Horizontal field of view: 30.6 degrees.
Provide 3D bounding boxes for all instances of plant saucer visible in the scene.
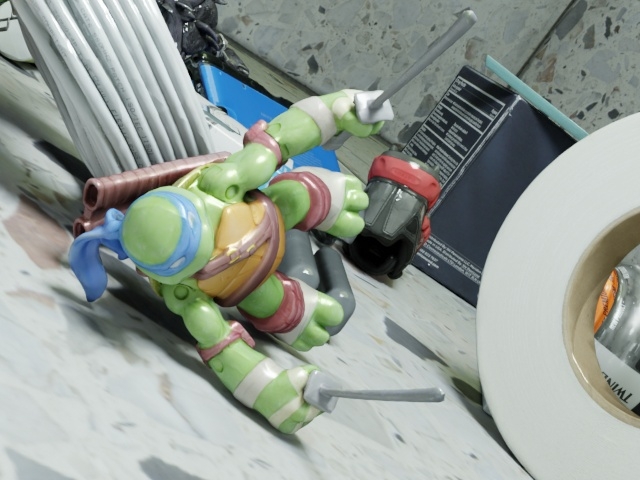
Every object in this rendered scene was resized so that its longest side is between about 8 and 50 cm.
[{"bbox_3d":[0.315,-0.202,1.691,0.192,0.018,0.067,42,12,13],"label":"plant saucer"}]

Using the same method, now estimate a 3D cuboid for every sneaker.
[{"bbox_3d":[0.081,-0.010,1.462,0.097,0.135,0.276,25,-16,7],"label":"sneaker"}]

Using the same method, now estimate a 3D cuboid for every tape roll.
[{"bbox_3d":[0.321,0.071,1.021,0.392,0.392,0.072,43,10,37],"label":"tape roll"}]

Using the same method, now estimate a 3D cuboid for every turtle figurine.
[{"bbox_3d":[0.004,0.013,0.750,0.266,0.274,0.198,10,62,-79],"label":"turtle figurine"}]

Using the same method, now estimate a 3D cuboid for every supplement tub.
[{"bbox_3d":[0.407,0.165,1.429,0.338,0.207,0.207,34,9,-14],"label":"supplement tub"}]

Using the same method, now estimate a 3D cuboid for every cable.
[{"bbox_3d":[-0.158,-0.129,0.861,0.257,0.089,0.257,68,-11,-20],"label":"cable"}]

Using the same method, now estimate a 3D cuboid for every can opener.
[{"bbox_3d":[0.000,0.000,1.096,0.076,0.095,0.283,34,9,-11],"label":"can opener"}]

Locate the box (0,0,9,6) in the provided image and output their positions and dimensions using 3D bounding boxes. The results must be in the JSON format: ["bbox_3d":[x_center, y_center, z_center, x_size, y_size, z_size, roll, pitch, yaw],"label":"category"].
[{"bbox_3d":[-0.296,-0.280,1.194,0.054,0.169,0.059,-56,130,-82],"label":"box"}]

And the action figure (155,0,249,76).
[{"bbox_3d":[-0.187,-0.270,1.561,0.141,0.164,0.276,19,-15,16],"label":"action figure"}]

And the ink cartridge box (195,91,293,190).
[{"bbox_3d":[-0.126,-0.093,1.150,0.190,0.082,0.139,37,9,-8],"label":"ink cartridge box"}]

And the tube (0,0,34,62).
[{"bbox_3d":[-0.291,-0.219,1.261,0.062,0.070,0.240,13,8,0],"label":"tube"}]

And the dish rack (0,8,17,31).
[{"bbox_3d":[-0.267,-0.260,0.985,0.271,0.074,0.208,-4,-22,20],"label":"dish rack"}]

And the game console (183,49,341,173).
[{"bbox_3d":[-0.119,-0.116,1.471,0.293,0.173,0.250,22,48,-56],"label":"game console"}]

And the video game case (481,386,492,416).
[{"bbox_3d":[0.290,0.231,1.234,0.285,0.025,0.204,37,9,2],"label":"video game case"}]

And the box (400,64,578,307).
[{"bbox_3d":[0.244,-0.091,1.850,0.182,0.294,0.296,33,10,-17],"label":"box"}]
